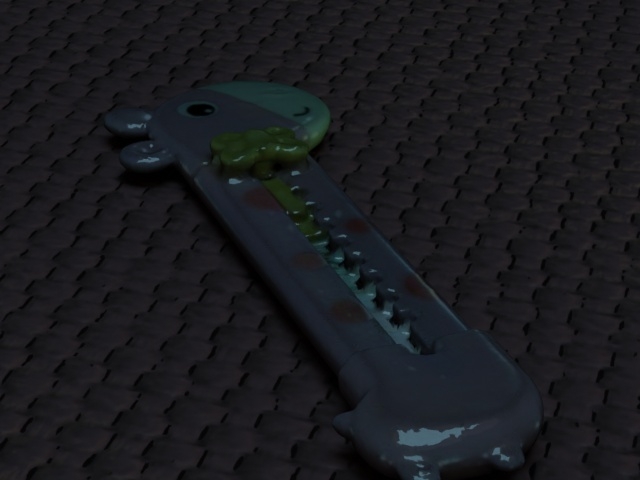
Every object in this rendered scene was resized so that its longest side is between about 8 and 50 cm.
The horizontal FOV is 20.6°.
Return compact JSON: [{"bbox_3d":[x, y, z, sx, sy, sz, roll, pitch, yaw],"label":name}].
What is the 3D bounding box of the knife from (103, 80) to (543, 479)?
[{"bbox_3d":[0.000,-0.001,0.865,0.132,0.038,0.398,-12,32,-19],"label":"knife"}]
